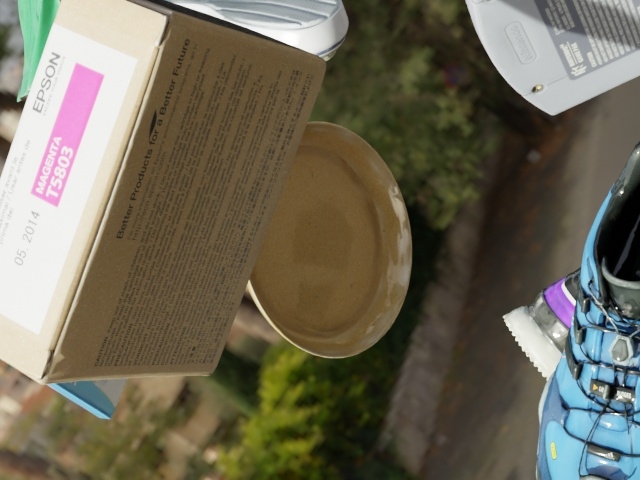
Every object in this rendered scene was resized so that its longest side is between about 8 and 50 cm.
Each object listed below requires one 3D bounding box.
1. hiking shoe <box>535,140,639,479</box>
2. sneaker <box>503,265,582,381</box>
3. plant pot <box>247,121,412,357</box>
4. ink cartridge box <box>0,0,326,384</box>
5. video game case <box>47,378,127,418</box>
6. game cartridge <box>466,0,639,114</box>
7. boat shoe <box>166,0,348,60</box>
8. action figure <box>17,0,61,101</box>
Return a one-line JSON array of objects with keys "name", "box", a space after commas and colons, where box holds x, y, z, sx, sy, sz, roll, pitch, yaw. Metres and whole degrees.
[{"name": "hiking shoe", "box": [0.204, 0.069, 1.124, 0.132, 0.113, 0.304, 45, -124, -60]}, {"name": "sneaker", "box": [0.290, 0.088, 1.411, 0.146, 0.293, 0.102, -44, 52, 14]}, {"name": "plant pot", "box": [0.000, 0.000, 1.634, 0.032, 0.236, 0.236, -8, 44, 46]}, {"name": "ink cartridge box", "box": [-0.111, -0.032, 1.043, 0.193, 0.088, 0.235, 8, -75, -60]}, {"name": "video game case", "box": [-0.171, 0.036, 1.245, 0.015, 0.119, 0.166, 1, 61, 42]}, {"name": "game cartridge", "box": [0.246, -0.239, 1.597, 0.198, 0.297, 0.062, -21, 58, 12]}, {"name": "boat shoe", "box": [-0.068, -0.203, 1.620, 0.109, 0.094, 0.302, -30, 27, -26]}, {"name": "action figure", "box": [-0.265, -0.257, 1.621, 0.137, 0.063, 0.232, 0, 87, 62]}]
